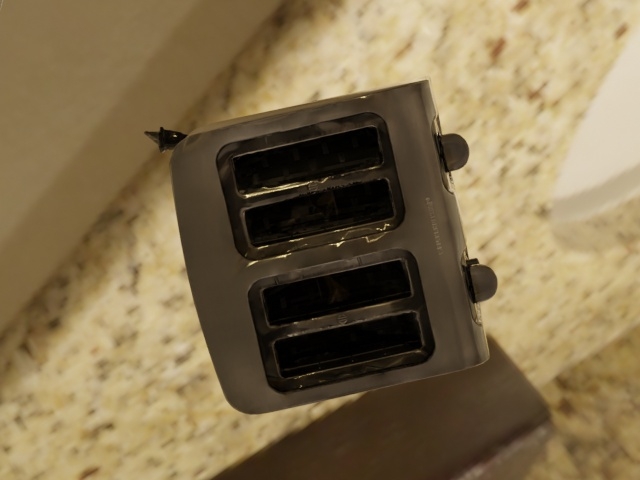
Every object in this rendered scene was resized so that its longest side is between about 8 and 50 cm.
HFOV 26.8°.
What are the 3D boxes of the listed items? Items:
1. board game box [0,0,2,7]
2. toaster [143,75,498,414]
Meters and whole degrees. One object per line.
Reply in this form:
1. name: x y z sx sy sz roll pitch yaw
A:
1. board game box: -0.249 0.063 0.486 0.079 0.253 0.336 28 140 -30
2. toaster: 0.000 0.000 0.776 0.186 0.168 0.110 -12 -175 1
